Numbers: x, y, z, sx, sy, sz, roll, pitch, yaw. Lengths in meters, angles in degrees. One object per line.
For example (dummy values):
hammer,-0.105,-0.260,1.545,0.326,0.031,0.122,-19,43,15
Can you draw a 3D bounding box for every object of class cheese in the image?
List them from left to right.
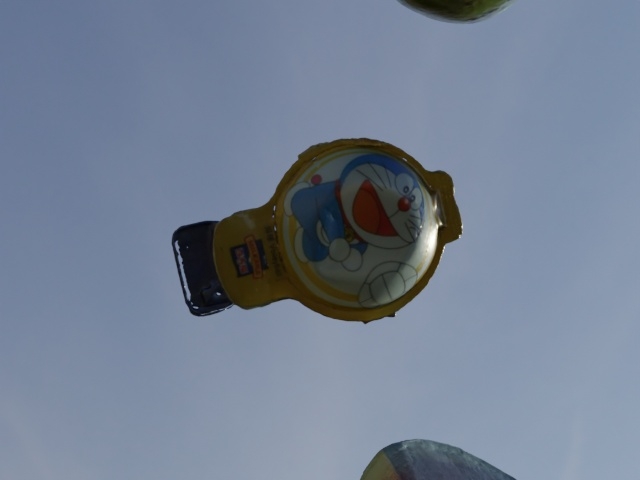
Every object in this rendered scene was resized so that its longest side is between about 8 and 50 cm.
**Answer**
cheese,0.000,0.000,1.276,0.270,0.177,0.069,-14,9,-7

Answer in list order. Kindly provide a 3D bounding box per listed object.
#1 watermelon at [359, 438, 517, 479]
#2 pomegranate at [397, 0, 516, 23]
watermelon,0.149,0.324,1.233,0.318,0.148,0.226,34,18,-7
pomegranate,0.134,-0.275,1.138,0.156,0.156,0.220,34,-69,-27
